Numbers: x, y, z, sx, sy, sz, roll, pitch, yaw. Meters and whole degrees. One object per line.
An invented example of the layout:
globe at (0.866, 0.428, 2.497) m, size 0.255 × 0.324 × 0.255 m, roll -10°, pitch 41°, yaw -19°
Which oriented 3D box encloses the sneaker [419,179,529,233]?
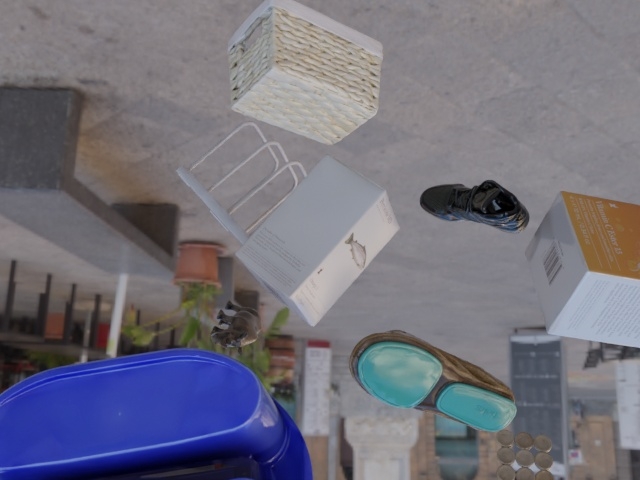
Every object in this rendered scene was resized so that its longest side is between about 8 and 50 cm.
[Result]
sneaker at (0.300, -0.083, 1.413) m, size 0.227 × 0.087 × 0.130 m, roll 18°, pitch 169°, yaw 29°

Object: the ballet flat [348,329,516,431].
ballet flat at (0.162, 0.200, 1.087) m, size 0.342 × 0.116 × 0.124 m, roll 23°, pitch -162°, yaw -29°

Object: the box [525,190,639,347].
box at (0.585, 0.064, 1.279) m, size 0.345 × 0.215 × 0.168 m, roll 9°, pitch 132°, yaw -7°

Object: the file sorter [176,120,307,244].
file sorter at (-0.084, -0.053, 1.258) m, size 0.173 × 0.277 × 0.193 m, roll -42°, pitch 151°, yaw -6°

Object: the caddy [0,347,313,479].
caddy at (-0.178, 0.247, 0.696) m, size 0.341 × 0.241 × 0.179 m, roll -8°, pitch 150°, yaw -4°

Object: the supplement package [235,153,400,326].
supplement package at (0.000, 0.000, 0.901) m, size 0.105 × 0.179 × 0.105 m, roll 36°, pitch 168°, yaw 30°

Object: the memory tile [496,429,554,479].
memory tile at (0.407, 0.453, 1.395) m, size 0.113 × 0.148 × 0.012 m, roll 3°, pitch 143°, yaw 10°

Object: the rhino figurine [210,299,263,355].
rhino figurine at (-0.195, 0.207, 1.631) m, size 0.106 × 0.073 × 0.243 m, roll 19°, pitch -170°, yaw 1°

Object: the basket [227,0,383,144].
basket at (-0.017, -0.198, 0.843) m, size 0.167 × 0.103 × 0.113 m, roll 14°, pitch 153°, yaw -33°
